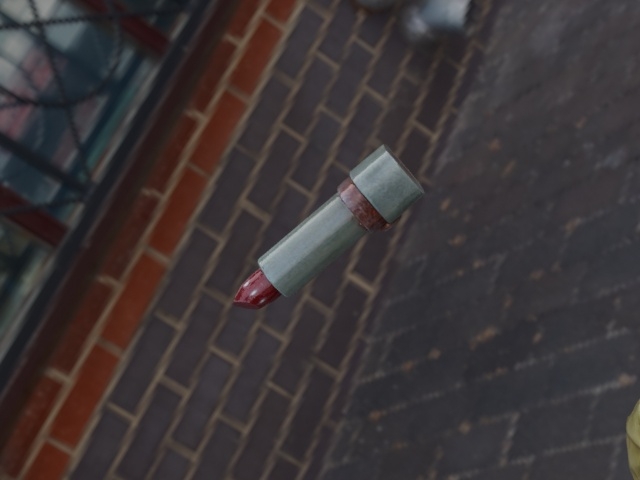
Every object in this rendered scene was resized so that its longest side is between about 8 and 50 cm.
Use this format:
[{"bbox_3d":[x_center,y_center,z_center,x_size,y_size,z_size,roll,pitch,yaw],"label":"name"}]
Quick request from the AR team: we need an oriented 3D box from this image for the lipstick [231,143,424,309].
[{"bbox_3d":[0.001,0.001,1.165,0.186,0.057,0.063,-40,10,8],"label":"lipstick"}]

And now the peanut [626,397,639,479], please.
[{"bbox_3d":[0.361,0.225,1.337,0.147,0.147,0.305,-62,-22,-19],"label":"peanut"}]
